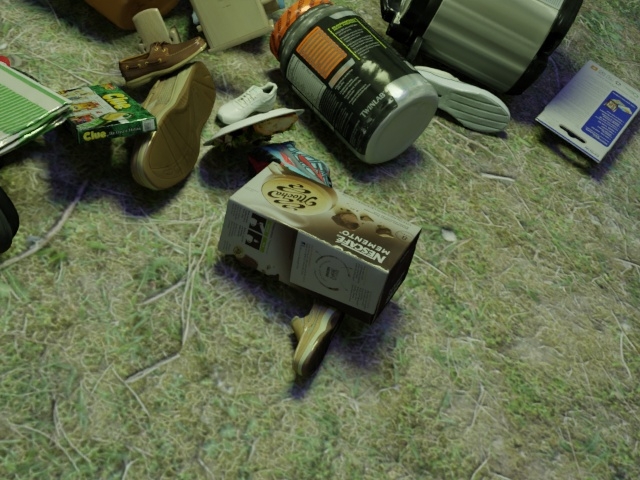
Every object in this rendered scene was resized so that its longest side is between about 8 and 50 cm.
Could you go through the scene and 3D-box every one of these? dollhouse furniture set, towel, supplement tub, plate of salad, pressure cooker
[{"bbox_3d":[-0.239,-0.514,1.887,0.286,0.198,0.303,-20,27,6],"label":"dollhouse furniture set"},{"bbox_3d":[-0.579,-0.175,1.427,0.248,0.038,0.325,30,51,24],"label":"towel"},{"bbox_3d":[0.060,-0.333,1.892,0.207,0.207,0.338,-24,63,-37],"label":"supplement tub"},{"bbox_3d":[-0.121,-0.200,1.727,0.200,0.200,0.048,-22,94,-36],"label":"plate of salad"},{"bbox_3d":[0.353,-0.573,2.109,0.420,0.375,0.370,25,41,-4],"label":"pressure cooker"}]

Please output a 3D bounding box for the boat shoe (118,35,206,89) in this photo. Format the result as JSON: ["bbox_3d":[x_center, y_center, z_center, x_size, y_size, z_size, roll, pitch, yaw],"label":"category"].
[{"bbox_3d":[-0.302,-0.347,1.763,0.178,0.060,0.064,-22,24,13],"label":"boat shoe"}]

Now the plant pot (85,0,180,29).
[{"bbox_3d":[-0.389,-0.567,1.882,0.203,0.291,0.291,51,49,4],"label":"plant pot"}]

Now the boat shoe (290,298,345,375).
[{"bbox_3d":[-0.018,0.151,1.529,0.072,0.068,0.190,19,33,11],"label":"boat shoe"}]

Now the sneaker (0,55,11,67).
[{"bbox_3d":[-0.593,-0.316,1.696,0.042,0.067,0.118,16,46,-9],"label":"sneaker"}]

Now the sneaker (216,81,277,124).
[{"bbox_3d":[-0.147,-0.279,1.858,0.054,0.061,0.152,45,50,16],"label":"sneaker"}]

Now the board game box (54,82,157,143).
[{"bbox_3d":[-0.393,-0.227,1.635,0.136,0.030,0.260,-12,27,-26],"label":"board game box"}]

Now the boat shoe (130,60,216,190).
[{"bbox_3d":[-0.288,-0.204,1.709,0.110,0.121,0.341,-9,36,20],"label":"boat shoe"}]

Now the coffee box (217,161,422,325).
[{"bbox_3d":[0.000,0.000,1.582,0.297,0.119,0.168,26,35,14],"label":"coffee box"}]

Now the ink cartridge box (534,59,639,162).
[{"bbox_3d":[0.637,-0.296,2.204,0.176,0.069,0.371,37,44,11],"label":"ink cartridge box"}]

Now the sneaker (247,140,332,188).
[{"bbox_3d":[-0.008,-0.104,1.729,0.262,0.104,0.125,43,46,17],"label":"sneaker"}]

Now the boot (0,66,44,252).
[{"bbox_3d":[-0.528,-0.146,1.525,0.260,0.131,0.348,-29,65,-39],"label":"boot"}]

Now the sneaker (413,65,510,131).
[{"bbox_3d":[0.305,-0.327,2.071,0.258,0.094,0.091,24,36,-7],"label":"sneaker"}]
